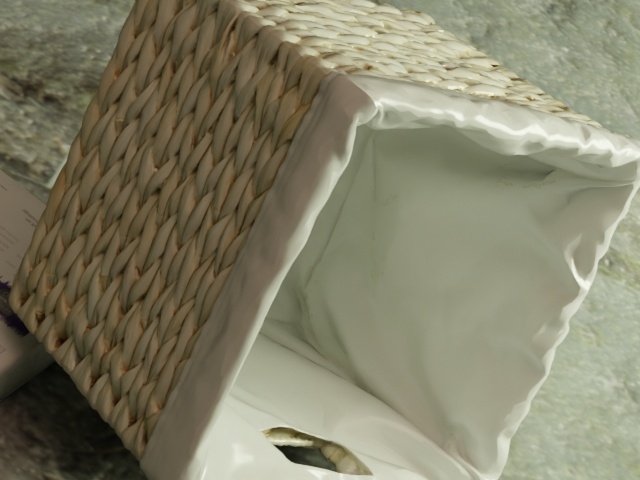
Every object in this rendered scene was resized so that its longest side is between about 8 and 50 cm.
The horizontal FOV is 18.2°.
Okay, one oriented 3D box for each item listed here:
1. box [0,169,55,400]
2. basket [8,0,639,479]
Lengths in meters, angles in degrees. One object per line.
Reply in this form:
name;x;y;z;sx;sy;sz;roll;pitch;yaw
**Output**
box;-0.328;0.043;1.519;0.232;0.058;0.322;38;40;13
basket;0.000;0.000;1.468;0.328;0.331;0.266;8;23;-44
